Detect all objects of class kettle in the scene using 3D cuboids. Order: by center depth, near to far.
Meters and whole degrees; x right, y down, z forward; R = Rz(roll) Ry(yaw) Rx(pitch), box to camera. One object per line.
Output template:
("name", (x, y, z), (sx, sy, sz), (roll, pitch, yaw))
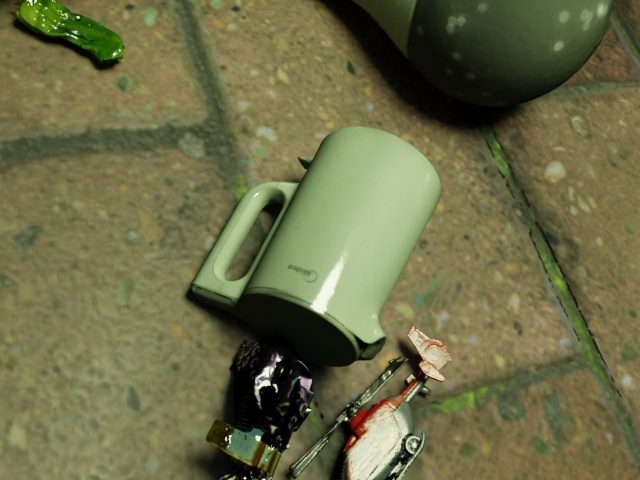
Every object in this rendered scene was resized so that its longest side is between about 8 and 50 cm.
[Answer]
("kettle", (0.003, -0.001, 0.476), (0.127, 0.098, 0.148), (33, 61, -8))

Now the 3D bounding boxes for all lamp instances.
("lamp", (0.109, -0.246, 0.610), (0.182, 0.181, 0.314), (-33, 61, -30))

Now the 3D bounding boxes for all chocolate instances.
("chocolate", (-0.045, 0.124, 0.410), (0.070, 0.072, 0.147), (43, 50, -50))

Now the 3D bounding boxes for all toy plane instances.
("toy plane", (0.045, 0.121, 0.464), (0.060, 0.037, 0.145), (38, 62, 13))

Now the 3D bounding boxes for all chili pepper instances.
("chili pepper", (-0.191, -0.162, 0.526), (0.091, 0.034, 0.030), (27, 92, -7))
